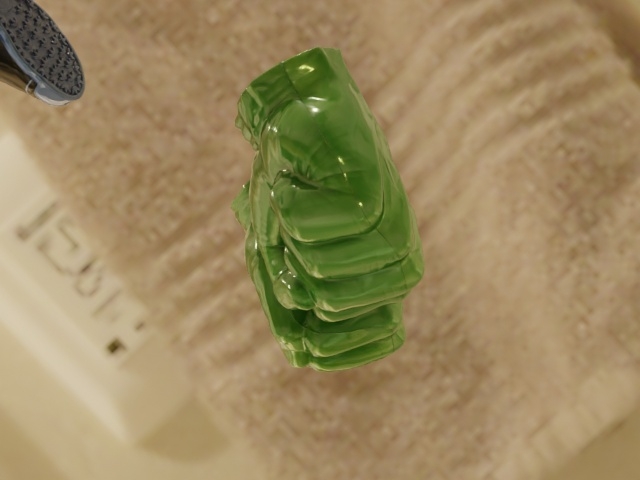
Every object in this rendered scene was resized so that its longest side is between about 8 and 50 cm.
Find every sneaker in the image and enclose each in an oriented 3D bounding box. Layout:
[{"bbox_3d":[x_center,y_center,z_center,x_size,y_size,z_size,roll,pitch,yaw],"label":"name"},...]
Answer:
[{"bbox_3d":[-0.333,-0.205,1.772,0.090,0.232,0.081,-32,23,37],"label":"sneaker"}]

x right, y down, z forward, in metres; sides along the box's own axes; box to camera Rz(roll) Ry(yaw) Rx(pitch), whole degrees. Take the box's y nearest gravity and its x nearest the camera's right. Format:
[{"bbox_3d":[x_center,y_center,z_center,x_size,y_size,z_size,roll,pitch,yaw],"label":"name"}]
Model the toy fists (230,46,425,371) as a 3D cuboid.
[{"bbox_3d":[0.000,0.000,1.156,0.096,0.142,0.279,-24,-18,-13],"label":"toy fists"}]
